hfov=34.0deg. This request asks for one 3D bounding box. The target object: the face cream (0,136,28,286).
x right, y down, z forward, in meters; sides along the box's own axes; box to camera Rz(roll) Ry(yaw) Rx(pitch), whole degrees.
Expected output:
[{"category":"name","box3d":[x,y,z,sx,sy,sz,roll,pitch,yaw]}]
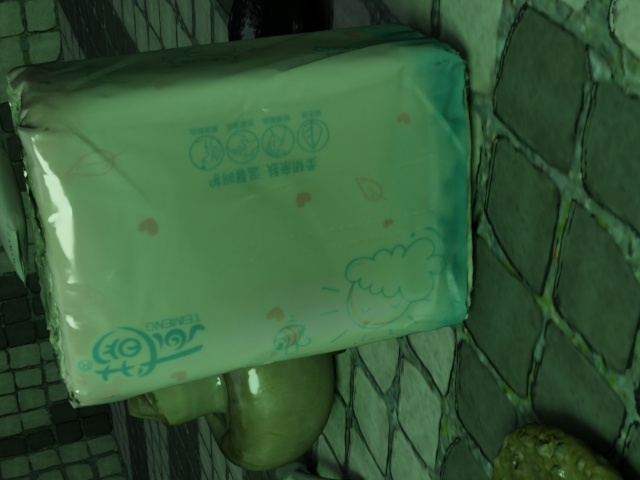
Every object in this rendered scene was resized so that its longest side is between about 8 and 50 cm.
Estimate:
[{"category":"face cream","box3d":[-0.177,-0.022,0.590,0.115,0.020,0.038,-123,29,-44]}]

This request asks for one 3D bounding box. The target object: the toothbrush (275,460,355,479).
[{"category":"toothbrush","box3d":[0.028,0.243,0.971,0.040,0.042,0.418,40,165,-11]}]

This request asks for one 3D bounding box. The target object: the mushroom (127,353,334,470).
[{"category":"mushroom","box3d":[-0.090,0.127,1.003,0.204,0.204,0.204,168,90,-71]}]

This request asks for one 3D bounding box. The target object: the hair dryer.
[{"category":"hair dryer","box3d":[-0.055,-0.212,0.927,0.219,0.075,0.195,-144,55,-74]}]

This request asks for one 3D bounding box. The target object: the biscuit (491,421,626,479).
[{"category":"biscuit","box3d":[0.154,0.211,0.604,0.220,0.033,0.219,169,90,-73]}]

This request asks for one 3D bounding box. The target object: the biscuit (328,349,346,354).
[{"category":"biscuit","box3d":[0.001,-0.001,0.850,0.188,0.027,0.187,-9,-90,-87]}]

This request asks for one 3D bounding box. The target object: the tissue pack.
[{"category":"tissue pack","box3d":[-0.044,-0.023,0.658,0.124,0.271,0.201,-140,42,-64]}]
